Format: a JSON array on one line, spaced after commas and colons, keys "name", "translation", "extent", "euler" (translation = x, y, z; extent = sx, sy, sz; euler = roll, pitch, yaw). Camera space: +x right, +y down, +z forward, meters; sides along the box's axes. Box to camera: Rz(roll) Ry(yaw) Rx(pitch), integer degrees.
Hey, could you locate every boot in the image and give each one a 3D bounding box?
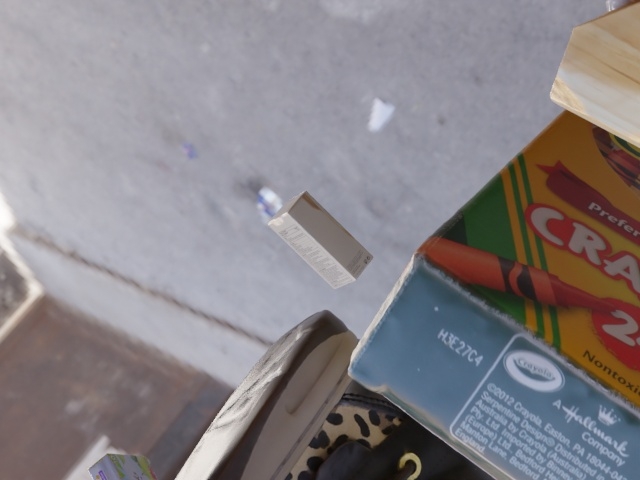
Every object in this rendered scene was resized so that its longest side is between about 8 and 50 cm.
[{"name": "boot", "translation": [0.008, 0.264, 0.737], "extent": [0.284, 0.377, 0.138], "euler": [35, 157, -10]}]

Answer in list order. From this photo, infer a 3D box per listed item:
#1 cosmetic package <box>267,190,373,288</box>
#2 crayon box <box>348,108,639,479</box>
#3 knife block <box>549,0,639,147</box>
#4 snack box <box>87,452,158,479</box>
[{"name": "cosmetic package", "translation": [0.000, 0.000, 1.513], "extent": [0.115, 0.041, 0.060], "euler": [45, 152, -12]}, {"name": "crayon box", "translation": [0.173, 0.032, 0.687], "extent": [0.202, 0.318, 0.081], "euler": [35, 122, 10]}, {"name": "knife block", "translation": [0.234, -0.001, 0.364], "extent": [0.276, 0.088, 0.242], "euler": [-17, 99, 40]}, {"name": "snack box", "translation": [-0.216, 0.329, 1.576], "extent": [0.141, 0.037, 0.100], "euler": [56, -169, 20]}]
